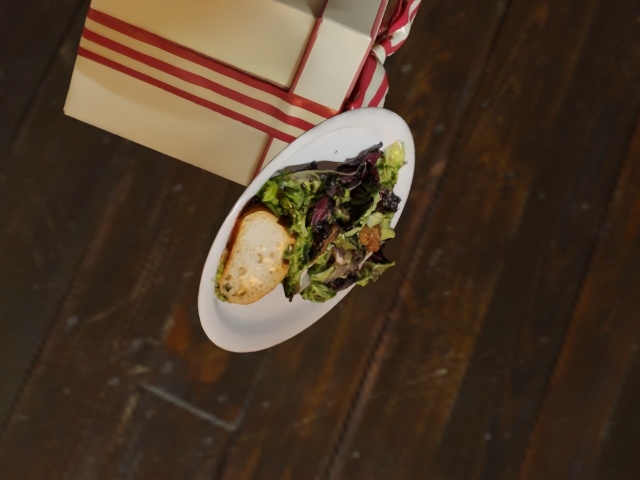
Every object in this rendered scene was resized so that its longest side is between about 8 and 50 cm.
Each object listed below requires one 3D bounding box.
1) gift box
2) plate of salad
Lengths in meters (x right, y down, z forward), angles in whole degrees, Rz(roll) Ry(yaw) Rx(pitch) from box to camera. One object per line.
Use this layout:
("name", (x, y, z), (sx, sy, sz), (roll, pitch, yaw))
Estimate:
("gift box", (-0.053, -0.197, 1.381), (0.258, 0.276, 0.255), (21, 54, -2))
("plate of salad", (0.000, 0.000, 1.069), (0.200, 0.200, 0.048), (-32, 55, -31))
